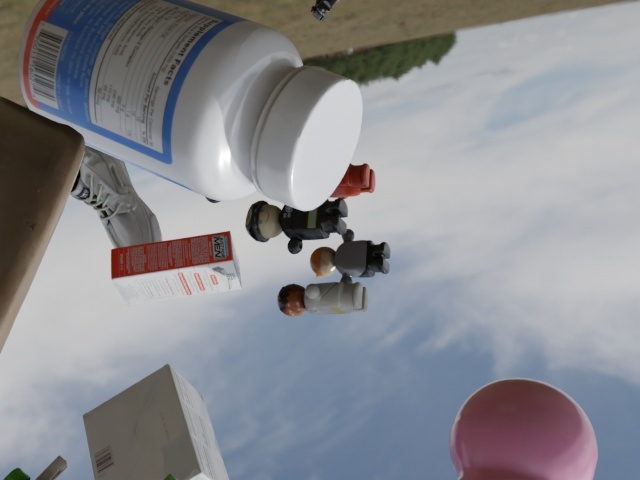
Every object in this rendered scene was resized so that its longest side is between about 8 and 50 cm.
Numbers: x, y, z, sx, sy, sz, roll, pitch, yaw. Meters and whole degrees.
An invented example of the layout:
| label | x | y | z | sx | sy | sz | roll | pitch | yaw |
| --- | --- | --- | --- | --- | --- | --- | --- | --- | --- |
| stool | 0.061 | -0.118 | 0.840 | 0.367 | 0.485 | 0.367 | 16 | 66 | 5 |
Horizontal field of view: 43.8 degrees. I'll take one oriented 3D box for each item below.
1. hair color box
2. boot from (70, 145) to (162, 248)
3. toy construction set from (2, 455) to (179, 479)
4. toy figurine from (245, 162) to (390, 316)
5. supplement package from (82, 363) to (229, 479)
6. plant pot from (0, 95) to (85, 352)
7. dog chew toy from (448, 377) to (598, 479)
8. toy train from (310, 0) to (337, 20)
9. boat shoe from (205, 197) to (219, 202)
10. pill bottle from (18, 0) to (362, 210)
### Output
| label | x | y | z | sx | sy | sz | roll | pitch | yaw |
| --- | --- | --- | --- | --- | --- | --- | --- | --- | --- |
| hair color box | -0.201 | 0.040 | 1.123 | 0.167 | 0.053 | 0.093 | -7 | 151 | -2 |
| boot | -0.350 | -0.063 | 1.263 | 0.095 | 0.258 | 0.123 | -35 | 165 | 22 |
| toy construction set | -0.369 | 0.439 | 1.099 | 0.309 | 0.237 | 0.257 | -51 | -178 | -2 |
| toy figurine | 0.000 | 0.000 | 1.176 | 0.148 | 0.209 | 0.213 | -4 | -153 | 23 |
| supplement package | -0.310 | 0.412 | 1.509 | 0.204 | 0.145 | 0.262 | -31 | -135 | 2 |
| plant pot | -0.267 | 0.022 | 0.359 | 0.229 | 0.263 | 0.263 | 24 | -179 | -21 |
| dog chew toy | 0.266 | 0.362 | 1.095 | 0.207 | 0.206 | 0.332 | -3 | -127 | 31 |
| toy train | 0.025 | -0.385 | 1.212 | 0.036 | 0.027 | 0.158 | -33 | -157 | 43 |
| boat shoe | -0.129 | -0.156 | 1.071 | 0.080 | 0.223 | 0.073 | 5 | -159 | -8 |
| pill bottle | -0.088 | -0.100 | 0.554 | 0.221 | 0.124 | 0.124 | 24 | -153 | 21 |
